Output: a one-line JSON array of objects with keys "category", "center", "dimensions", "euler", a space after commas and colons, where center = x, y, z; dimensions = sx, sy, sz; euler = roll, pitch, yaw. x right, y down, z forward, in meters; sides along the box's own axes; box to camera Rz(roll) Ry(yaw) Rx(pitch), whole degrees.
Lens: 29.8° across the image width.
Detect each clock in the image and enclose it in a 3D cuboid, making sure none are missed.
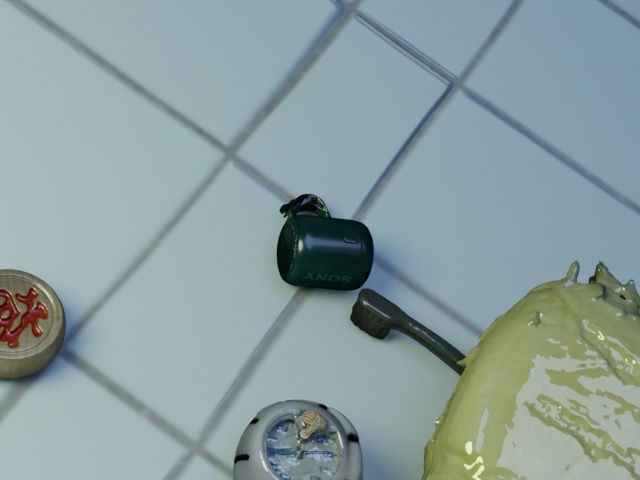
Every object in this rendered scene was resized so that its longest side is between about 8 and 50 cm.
[{"category": "clock", "center": [-0.032, 0.194, 0.853], "dimensions": [0.117, 0.080, 0.176], "euler": [8, 58, -18]}]

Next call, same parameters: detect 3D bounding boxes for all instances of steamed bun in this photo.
[{"category": "steamed bun", "center": [0.195, 0.173, 0.912], "dimensions": [0.232, 0.166, 0.273], "euler": [25, 64, 5]}]

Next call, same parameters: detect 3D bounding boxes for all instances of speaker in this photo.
[{"category": "speaker", "center": [-0.002, 0.003, 1.016], "dimensions": [0.075, 0.060, 0.094], "euler": [7, 21, -20]}]

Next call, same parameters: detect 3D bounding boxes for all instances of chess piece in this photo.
[{"category": "chess piece", "center": [-0.229, 0.061, 0.881], "dimensions": [0.083, 0.038, 0.084], "euler": [12, 55, -18]}]

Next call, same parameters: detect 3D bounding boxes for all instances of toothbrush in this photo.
[{"category": "toothbrush", "center": [0.152, 0.131, 1.009], "dimensions": [0.297, 0.031, 0.030], "euler": [33, 34, -3]}]
